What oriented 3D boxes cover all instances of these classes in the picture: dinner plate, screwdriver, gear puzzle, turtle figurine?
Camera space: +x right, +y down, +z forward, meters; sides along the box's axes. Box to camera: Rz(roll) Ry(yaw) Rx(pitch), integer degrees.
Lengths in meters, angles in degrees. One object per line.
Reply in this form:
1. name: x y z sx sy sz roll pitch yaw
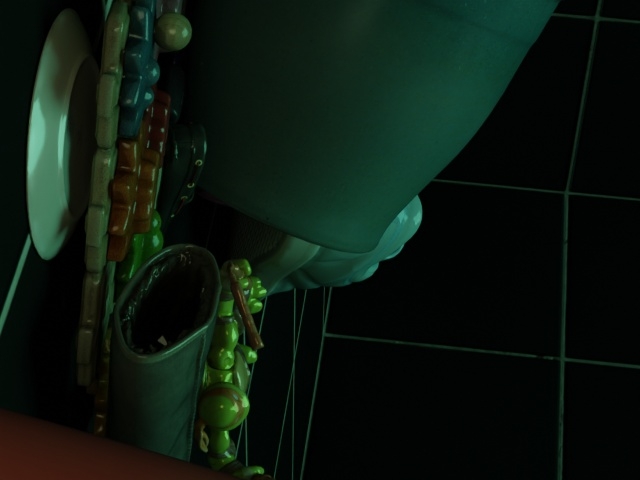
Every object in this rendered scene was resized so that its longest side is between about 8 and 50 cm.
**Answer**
1. dinner plate: -0.140 -0.058 0.938 0.141 0.017 0.141 5 90 -85
2. screwdriver: -0.106 -0.146 1.263 0.025 0.024 0.170 55 27 -35
3. gear puzzle: -0.112 -0.006 1.015 0.175 0.044 0.339 -88 -174 -61
4. turtle figurine: -0.086 0.125 1.461 0.217 0.087 0.269 -96 -179 -71

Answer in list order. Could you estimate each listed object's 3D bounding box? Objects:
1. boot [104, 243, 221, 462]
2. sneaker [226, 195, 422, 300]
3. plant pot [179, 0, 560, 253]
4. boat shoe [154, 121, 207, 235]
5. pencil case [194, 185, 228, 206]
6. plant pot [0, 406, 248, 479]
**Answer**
1. boot: -0.107 0.132 0.977 0.189 0.076 0.208 -80 -172 -45
2. sneaker: 0.000 0.000 1.626 0.366 0.150 0.135 168 -67 -76
3. plant pot: 0.016 -0.138 1.304 0.271 0.272 0.255 -66 -179 -78
4. boat shoe: -0.104 -0.036 1.148 0.133 0.042 0.049 113 -33 -58
5. pencil case: -0.063 -0.132 1.454 0.098 0.095 0.209 -164 -99 -69
6. plant pot: -0.072 0.201 0.637 0.275 0.243 0.275 6 90 -87
